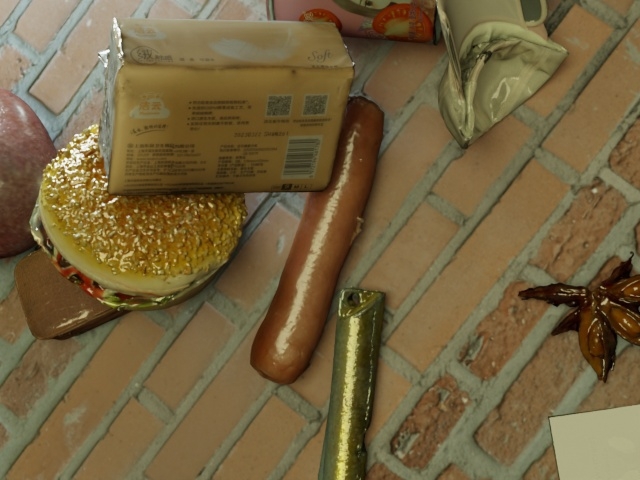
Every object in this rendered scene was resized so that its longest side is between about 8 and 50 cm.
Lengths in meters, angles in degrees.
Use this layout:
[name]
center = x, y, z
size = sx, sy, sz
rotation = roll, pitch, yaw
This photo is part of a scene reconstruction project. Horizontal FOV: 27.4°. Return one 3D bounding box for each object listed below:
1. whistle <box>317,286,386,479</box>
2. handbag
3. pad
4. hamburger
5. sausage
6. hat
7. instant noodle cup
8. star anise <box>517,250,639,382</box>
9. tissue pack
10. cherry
[whistle]
center = 0.042, 0.228, 1.833
size = 0.067, 0.057, 0.327
rotation = 7, 88, -10
[handbag]
center = -0.351, 0.054, 1.949
size = 0.193, 0.072, 0.151
rotation = -24, 79, 13
[pad]
center = 0.384, 0.322, 1.764
size = 0.127, 0.004, 0.190
rotation = -11, 81, 14
[hamburger]
center = -0.246, -0.041, 1.833
size = 0.301, 0.170, 0.302
rotation = 4, 64, -8
[sausage]
center = 0.000, 0.000, 1.853
size = 0.094, 0.094, 0.419
rotation = 18, 89, -12
[hat]
center = 0.203, -0.255, 1.759
size = 0.219, 0.164, 0.226
rotation = -37, 99, -28
[instant noodle cup]
center = 0.065, -0.383, 1.810
size = 0.231, 0.243, 0.243
rotation = 11, 87, 8
[star anise]
center = 0.386, 0.106, 1.759
size = 0.212, 0.053, 0.157
rotation = -18, 80, 11
[tissue pack]
center = -0.138, -0.200, 1.741
size = 0.305, 0.238, 0.239
rotation = -2, 83, -17
[cherry]
center = -0.507, -0.096, 1.931
size = 0.261, 0.221, 0.308
rotation = -13, 68, 11
